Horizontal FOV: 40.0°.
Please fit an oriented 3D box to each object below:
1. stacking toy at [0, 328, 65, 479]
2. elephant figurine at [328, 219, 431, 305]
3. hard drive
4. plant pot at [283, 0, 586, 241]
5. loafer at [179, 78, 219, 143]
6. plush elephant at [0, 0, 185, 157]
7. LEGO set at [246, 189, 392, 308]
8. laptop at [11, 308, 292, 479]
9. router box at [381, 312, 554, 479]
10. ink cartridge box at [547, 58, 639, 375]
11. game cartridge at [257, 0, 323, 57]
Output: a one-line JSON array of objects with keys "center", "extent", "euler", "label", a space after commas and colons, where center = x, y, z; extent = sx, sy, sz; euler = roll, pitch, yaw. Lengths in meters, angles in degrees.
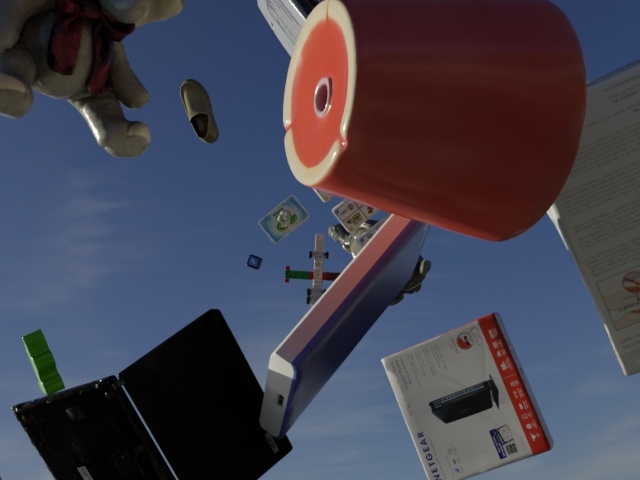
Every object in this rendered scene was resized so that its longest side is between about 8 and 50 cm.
[{"center": [-0.288, 0.204, 0.756], "extent": [0.167, 0.221, 0.052], "euler": [-22, 20, -27], "label": "stacking toy"}, {"center": [0.123, 0.014, 1.922], "extent": [0.186, 0.239, 0.169], "euler": [-27, -20, 7], "label": "elephant figurine"}, {"center": [0.038, 0.092, 1.140], "extent": [0.319, 0.040, 0.210], "euler": [-48, -17, -32], "label": "hard drive"}, {"center": [0.105, -0.142, 0.947], "extent": [0.243, 0.275, 0.275], "euler": [4, -28, -23], "label": "plant pot"}, {"center": [-0.262, -0.281, 1.906], "extent": [0.056, 0.148, 0.050], "euler": [-24, 4, 13], "label": "loafer"}, {"center": [-0.325, -0.322, 1.261], "extent": [0.255, 0.330, 0.272], "euler": [-43, -41, 22], "label": "plush elephant"}, {"center": [0.000, 0.000, 1.476], "extent": [0.244, 0.182, 0.060], "euler": [-40, -6, 0], "label": "LEGO set"}, {"center": [-0.215, 0.248, 1.148], "extent": [0.264, 0.234, 0.136], "euler": [-19, 17, 22], "label": "laptop"}, {"center": [0.348, 0.382, 2.094], "extent": [0.301, 0.336, 0.082], "euler": [-25, -12, 17], "label": "router box"}, {"center": [0.473, -0.053, 1.184], "extent": [0.308, 0.385, 0.091], "euler": [-24, 5, 9], "label": "ink cartridge box"}, {"center": [-0.031, -0.392, 1.618], "extent": [0.060, 0.294, 0.196], "euler": [-29, -23, -14], "label": "game cartridge"}]
